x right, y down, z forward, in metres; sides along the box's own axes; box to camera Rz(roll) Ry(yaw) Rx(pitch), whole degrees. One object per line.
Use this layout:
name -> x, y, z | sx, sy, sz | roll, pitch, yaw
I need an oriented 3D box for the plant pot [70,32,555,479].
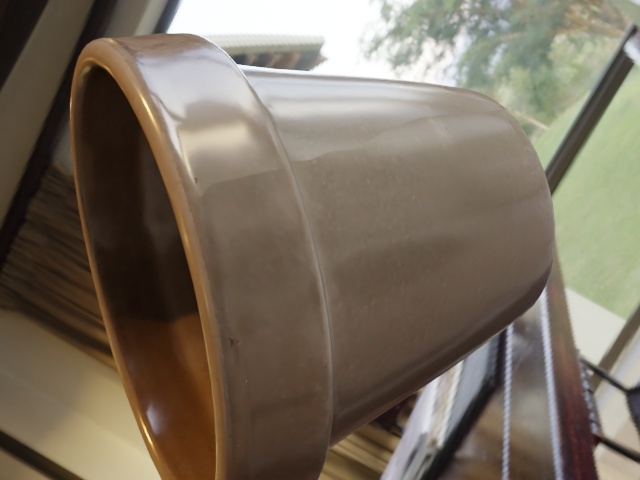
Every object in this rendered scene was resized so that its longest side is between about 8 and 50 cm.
plant pot -> 0.000, 0.000, 0.512 | 0.229, 0.263, 0.263 | -15, -26, -23
